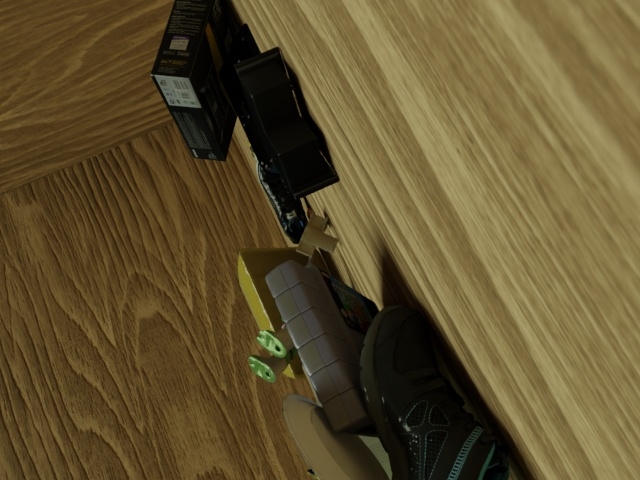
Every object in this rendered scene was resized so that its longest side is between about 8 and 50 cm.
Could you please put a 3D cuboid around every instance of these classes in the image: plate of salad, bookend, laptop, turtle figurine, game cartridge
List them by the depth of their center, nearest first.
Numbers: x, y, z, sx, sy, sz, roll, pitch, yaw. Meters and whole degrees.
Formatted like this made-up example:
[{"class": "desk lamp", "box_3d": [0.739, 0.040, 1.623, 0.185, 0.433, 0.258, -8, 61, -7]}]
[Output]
[{"class": "plate of salad", "box_3d": [0.021, 0.257, 0.772, 0.200, 0.048, 0.200, 46, -174, -6]}, {"class": "game cartridge", "box_3d": [0.062, 0.165, 0.960, 0.355, 0.068, 0.230, 35, -151, -60]}, {"class": "bookend", "box_3d": [-0.050, -0.171, 0.988, 0.156, 0.072, 0.157, -121, 9, -47]}, {"class": "laptop", "box_3d": [-0.092, -0.261, 1.350, 0.234, 0.137, 0.264, 64, 149, 10]}, {"class": "turtle figurine", "box_3d": [-0.061, 0.150, 1.446, 0.198, 0.266, 0.274, -23, 101, 44]}]

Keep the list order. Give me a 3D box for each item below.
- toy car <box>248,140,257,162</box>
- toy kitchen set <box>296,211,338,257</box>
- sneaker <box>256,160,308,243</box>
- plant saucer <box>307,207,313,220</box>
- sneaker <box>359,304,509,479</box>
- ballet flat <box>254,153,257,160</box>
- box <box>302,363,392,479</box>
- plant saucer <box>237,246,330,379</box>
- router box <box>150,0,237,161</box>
[{"class": "toy car", "box_3d": [-0.127, -0.166, 1.926, 0.225, 0.053, 0.239, -128, 14, -67]}, {"class": "toy kitchen set", "box_3d": [0.000, 0.000, 1.337, 0.068, 0.083, 0.075, 24, 170, 3]}, {"class": "sneaker", "box_3d": [-0.076, -0.092, 1.569, 0.121, 0.079, 0.217, -116, 1, -62]}, {"class": "plant saucer", "box_3d": [-0.012, -0.035, 1.569, 0.083, 0.013, 0.083, 156, 90, -84]}, {"class": "sneaker", "box_3d": [0.134, 0.215, 0.734, 0.125, 0.140, 0.340, 34, -141, -44]}, {"class": "ballet flat", "box_3d": [-0.120, -0.191, 1.647, 0.073, 0.067, 0.206, -123, 10, -60]}, {"class": "box", "box_3d": [0.118, 0.387, 1.321, 0.215, 0.168, 0.345, -137, 23, -76]}, {"class": "plant saucer", "box_3d": [-0.058, 0.179, 1.685, 0.333, 0.081, 0.332, 0, -120, -57]}, {"class": "router box", "box_3d": [-0.239, -0.346, 1.417, 0.309, 0.081, 0.242, 78, -159, -66]}]
